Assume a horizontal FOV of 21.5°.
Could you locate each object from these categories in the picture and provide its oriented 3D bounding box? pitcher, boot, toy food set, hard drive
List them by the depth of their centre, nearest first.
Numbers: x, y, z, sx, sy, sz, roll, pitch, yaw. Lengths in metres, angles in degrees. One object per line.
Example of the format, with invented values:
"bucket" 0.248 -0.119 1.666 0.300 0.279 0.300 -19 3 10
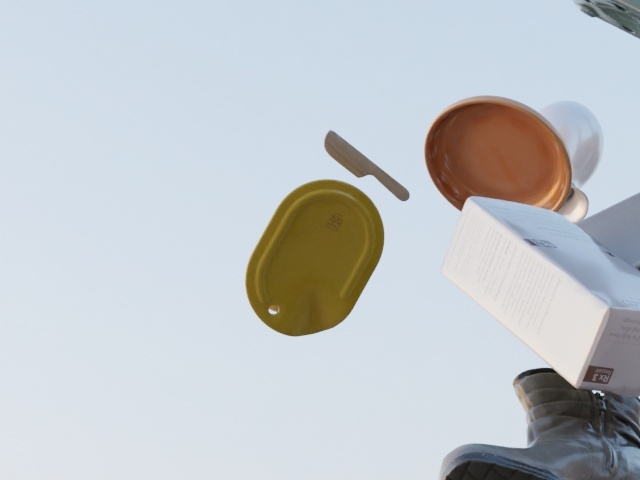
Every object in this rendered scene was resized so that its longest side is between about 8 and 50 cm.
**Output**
"boot" 0.183 0.173 1.396 0.246 0.161 0.083 17 -53 -29
"hard drive" 0.273 0.010 1.601 0.135 0.094 0.022 -27 -52 22
"toy food set" 0.000 0.000 1.847 0.128 0.218 0.071 30 1 -10
"pitcher" 0.341 -0.124 2.593 0.178 0.207 0.125 7 -47 14

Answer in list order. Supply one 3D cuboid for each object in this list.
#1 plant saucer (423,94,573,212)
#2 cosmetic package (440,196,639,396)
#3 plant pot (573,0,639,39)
"plant saucer" 0.233 -0.106 2.185 0.200 0.037 0.200 14 -49 17
"cosmetic package" 0.217 0.047 1.480 0.117 0.231 0.085 8 -71 -33
"plant pot" 0.383 -0.338 1.778 0.248 0.252 0.247 30 1 17
